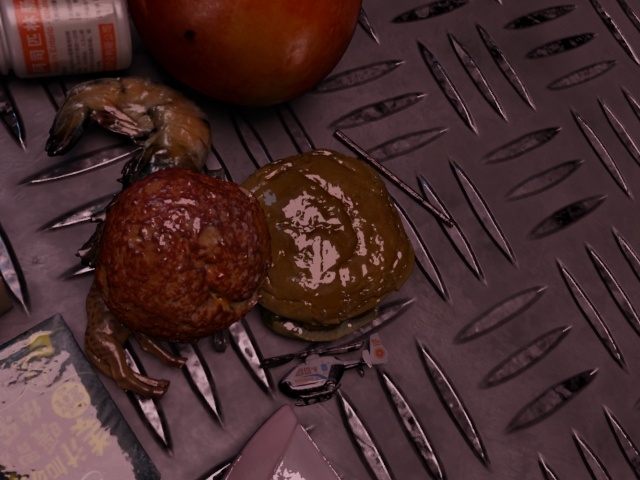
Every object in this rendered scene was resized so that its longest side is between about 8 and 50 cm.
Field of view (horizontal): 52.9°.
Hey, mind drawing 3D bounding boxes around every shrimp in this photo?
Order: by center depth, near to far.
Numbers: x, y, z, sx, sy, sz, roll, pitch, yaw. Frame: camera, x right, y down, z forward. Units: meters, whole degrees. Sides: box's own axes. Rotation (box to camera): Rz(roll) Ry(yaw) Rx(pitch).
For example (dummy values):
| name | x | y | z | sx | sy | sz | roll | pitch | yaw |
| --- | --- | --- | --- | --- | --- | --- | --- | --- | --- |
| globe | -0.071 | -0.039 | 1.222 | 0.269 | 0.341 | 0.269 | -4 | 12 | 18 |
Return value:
| name | x | y | z | sx | sy | sz | roll | pitch | yaw |
| --- | --- | --- | --- | --- | --- | --- | --- | --- | --- |
| shrimp | -0.297 | -0.119 | 0.944 | 0.233 | 0.071 | 0.364 | 27 | 51 | -9 |

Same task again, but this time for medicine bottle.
| name | x | y | z | sx | sy | sz | roll | pitch | yaw |
| --- | --- | --- | --- | --- | --- | --- | --- | --- | --- |
| medicine bottle | -0.422 | -0.318 | 0.969 | 0.252 | 0.144 | 0.144 | -10 | 73 | -19 |

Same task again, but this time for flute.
| name | x | y | z | sx | sy | sz | roll | pitch | yaw |
| --- | --- | --- | --- | --- | --- | --- | --- | --- | --- |
| flute | 0.129 | -0.109 | 1.133 | 0.270 | 0.014 | 0.014 | 38 | 63 | 0 |

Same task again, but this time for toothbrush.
| name | x | y | z | sx | sy | sz | roll | pitch | yaw |
| --- | --- | --- | --- | --- | --- | --- | --- | --- | --- |
| toothbrush | -0.156 | 0.024 | 0.979 | 0.031 | 0.030 | 0.297 | -2 | 69 | -9 |

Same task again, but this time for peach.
| name | x | y | z | sx | sy | sz | roll | pitch | yaw |
| --- | --- | --- | --- | --- | --- | --- | --- | --- | --- |
| peach | -0.109 | -0.399 | 0.973 | 0.389 | 0.388 | 0.387 | 6 | 68 | -15 |

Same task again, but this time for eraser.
| name | x | y | z | sx | sy | sz | roll | pitch | yaw |
| --- | --- | --- | --- | --- | --- | --- | --- | --- | --- |
| eraser | -0.077 | 0.368 | 0.851 | 0.243 | 0.059 | 0.204 | -32 | 82 | -29 |

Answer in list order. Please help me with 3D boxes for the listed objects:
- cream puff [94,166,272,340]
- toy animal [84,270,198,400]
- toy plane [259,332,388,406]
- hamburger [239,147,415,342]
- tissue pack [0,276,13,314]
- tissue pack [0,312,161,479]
| name | x | y | z | sx | sy | sz | roll | pitch | yaw |
| --- | --- | --- | --- | --- | --- | --- | --- | --- | --- |
| cream puff | -0.163 | 0.023 | 0.830 | 0.164 | 0.240 | 0.240 | 15 | 55 | 39 |
| toy animal | -0.275 | 0.094 | 0.902 | 0.149 | 0.054 | 0.275 | -29 | 79 | -28 |
| toy plane | 0.013 | 0.192 | 0.956 | 0.197 | 0.053 | 0.078 | -11 | 64 | -17 |
| hamburger | 0.002 | 0.000 | 0.982 | 0.266 | 0.134 | 0.284 | -22 | 75 | -26 |
| tissue pack | -0.512 | 0.085 | 0.768 | 0.234 | 0.159 | 0.125 | -38 | 84 | -26 |
| tissue pack | -0.345 | 0.246 | 0.801 | 0.185 | 0.081 | 0.257 | -31 | 81 | -25 |
